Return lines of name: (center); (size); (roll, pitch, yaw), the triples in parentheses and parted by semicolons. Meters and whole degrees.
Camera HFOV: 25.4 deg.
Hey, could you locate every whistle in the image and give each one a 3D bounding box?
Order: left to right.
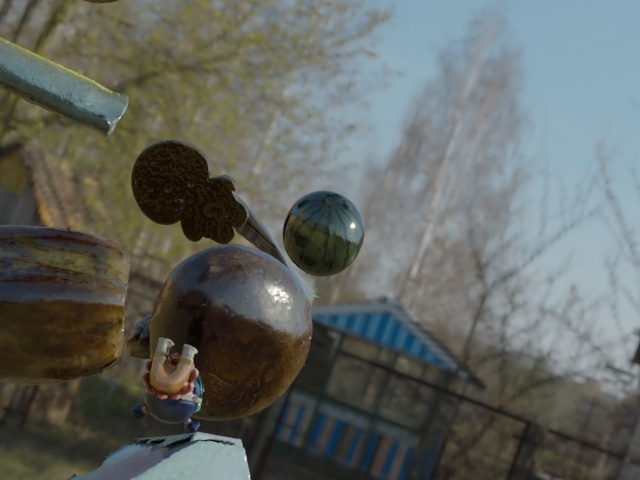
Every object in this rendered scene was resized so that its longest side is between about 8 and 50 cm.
whistle: (-0.374, -0.208, 1.611); (0.326, 0.057, 0.068); (25, -7, -17)

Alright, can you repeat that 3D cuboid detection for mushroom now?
mushroom: (-0.163, 0.177, 2.606); (0.345, 0.345, 0.239); (24, 34, -50)

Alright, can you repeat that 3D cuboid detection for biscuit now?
biscuit: (-0.183, -0.064, 1.976); (0.175, 0.124, 0.026); (37, 13, -2)

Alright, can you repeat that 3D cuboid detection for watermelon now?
watermelon: (0.000, 0.000, 1.826); (0.105, 0.133, 0.105); (13, 41, -12)

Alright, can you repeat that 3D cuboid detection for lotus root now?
lotus root: (-0.364, 0.081, 1.692); (0.291, 0.193, 0.193); (3, -5, 4)

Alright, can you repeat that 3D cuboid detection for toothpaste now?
toothpaste: (-0.112, 0.004, 2.786); (0.301, 0.048, 0.075); (47, -17, 12)

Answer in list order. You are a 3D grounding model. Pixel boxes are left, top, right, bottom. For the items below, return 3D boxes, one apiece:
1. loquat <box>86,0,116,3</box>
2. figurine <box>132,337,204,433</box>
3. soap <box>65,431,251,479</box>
loquat: (-0.315, -0.456, 2.040); (0.235, 0.235, 0.235); (21, -3, 1)
figurine: (-0.244, 0.235, 2.277); (0.111, 0.102, 0.195); (17, -23, 9)
soap: (-0.220, 0.462, 1.780); (0.261, 0.446, 0.156); (15, -20, -26)
